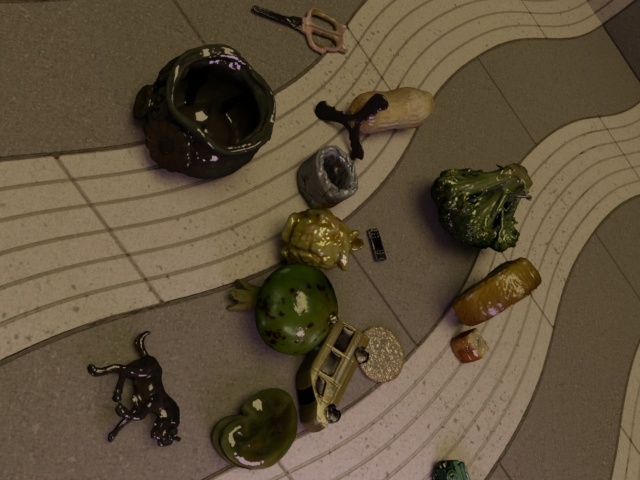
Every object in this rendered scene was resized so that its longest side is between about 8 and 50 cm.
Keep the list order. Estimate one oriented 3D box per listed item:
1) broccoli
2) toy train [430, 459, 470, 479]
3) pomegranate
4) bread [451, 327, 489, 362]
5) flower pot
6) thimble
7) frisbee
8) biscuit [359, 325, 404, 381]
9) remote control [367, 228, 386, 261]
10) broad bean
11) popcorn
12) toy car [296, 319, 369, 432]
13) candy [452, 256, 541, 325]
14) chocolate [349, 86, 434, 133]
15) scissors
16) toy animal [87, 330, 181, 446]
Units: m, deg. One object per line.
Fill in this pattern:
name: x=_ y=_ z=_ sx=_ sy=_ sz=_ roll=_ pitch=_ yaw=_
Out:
broccoli: x=0.483 y=-0.108 z=1.612 sx=0.321 sy=0.283 sz=0.303 roll=-15 pitch=70 yaw=-52
toy train: x=0.350 y=0.642 z=1.397 sx=0.111 sy=0.071 sz=0.170 roll=-7 pitch=75 yaw=-42
pomegranate: x=-0.080 y=0.149 z=1.251 sx=0.263 sy=0.211 sz=0.211 roll=15 pitch=58 yaw=18
bread: x=0.426 y=0.301 z=1.558 sx=0.077 sy=0.070 sz=0.083 roll=-28 pitch=86 yaw=-36
flower pot: x=-0.269 y=-0.288 z=1.265 sx=0.302 sy=0.213 sz=0.301 roll=11 pitch=68 yaw=-28
thimble: x=0.019 y=-0.167 z=1.452 sx=0.127 sy=0.118 sz=0.151 roll=-13 pitch=80 yaw=-36
frisbee: x=0.098 y=-0.318 z=1.552 sx=0.012 sy=0.211 sz=0.187 roll=-48 pitch=128 yaw=-66
biscuit: x=0.156 y=0.297 z=1.428 sx=0.152 sy=0.020 sz=0.152 roll=10 pitch=68 yaw=-26
remote control: x=0.157 y=0.013 z=1.533 sx=0.039 sy=0.014 sz=0.096 roll=-6 pitch=75 yaw=-32
broad bean: x=-0.129 y=0.411 z=1.188 sx=0.207 sy=0.072 sz=0.153 roll=-15 pitch=87 yaw=-34
popcorn: x=0.000 y=0.001 z=1.347 sx=0.188 sy=0.186 sz=0.167 roll=-12 pitch=97 yaw=-42
toy car: x=0.014 y=0.315 z=1.290 sx=0.124 sy=0.101 sz=0.256 roll=38 pitch=56 yaw=-9
candy: x=0.495 y=0.148 z=1.543 sx=0.260 sy=0.260 sz=0.118 roll=-25 pitch=74 yaw=-35
chocolate: x=0.216 y=-0.390 z=1.645 sx=0.309 sy=0.134 sz=0.134 roll=-18 pitch=83 yaw=-31
scissors: x=-0.057 y=-0.645 z=1.632 sx=0.318 sy=0.024 sz=0.160 roll=8 pitch=71 yaw=-29
toy animal: x=-0.361 y=0.305 z=1.096 sx=0.148 sy=0.084 sz=0.232 roll=-5 pitch=69 yaw=-50
